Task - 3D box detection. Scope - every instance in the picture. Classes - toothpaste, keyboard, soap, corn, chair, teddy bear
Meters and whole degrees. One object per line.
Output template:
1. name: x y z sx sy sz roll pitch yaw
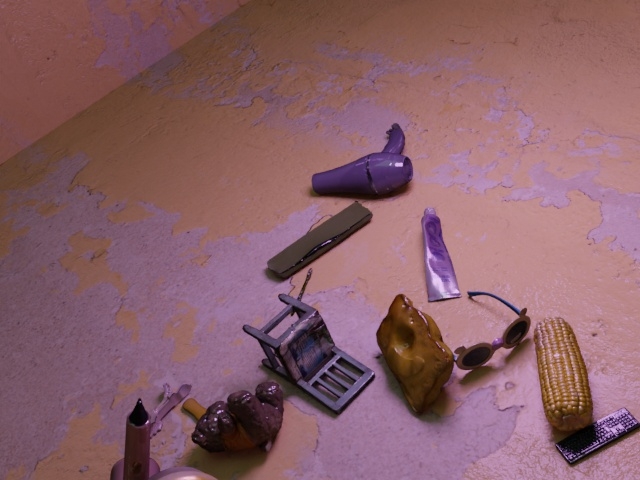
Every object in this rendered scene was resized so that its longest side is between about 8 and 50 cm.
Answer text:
1. toothpaste: 0.288 0.029 1.911 0.075 0.048 0.301 7 46 -8
2. keyboard: 0.515 0.362 1.431 0.155 0.010 0.053 -27 37 -6
3. soap: -0.287 0.390 1.774 0.034 0.012 0.089 -41 42 -23
4. corn: 0.474 0.259 1.508 0.093 0.093 0.244 -9 39 16
5. chair: -0.029 0.245 1.722 0.136 0.147 0.270 -40 40 -24
6. teddy bear: -0.179 0.391 1.642 0.190 0.140 0.177 -18 -5 19

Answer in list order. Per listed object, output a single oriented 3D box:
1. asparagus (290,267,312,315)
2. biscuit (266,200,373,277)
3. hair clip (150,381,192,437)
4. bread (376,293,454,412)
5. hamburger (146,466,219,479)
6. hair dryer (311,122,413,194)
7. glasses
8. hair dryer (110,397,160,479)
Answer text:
1. asparagus: -0.047 0.130 1.975 0.016 0.013 0.166 8 46 18
2. biscuit: 0.000 0.000 2.090 0.322 0.038 0.099 -35 36 -16
3. hair clip: -0.385 0.416 1.773 0.072 0.034 0.226 4 46 34
4. bread: 0.204 0.231 1.633 0.088 0.160 0.233 9 35 -38
5. hamburger: -0.288 0.553 1.408 0.295 0.227 0.151 -37 25 -15
6. hair dryer: 0.164 -0.249 2.289 0.301 0.121 0.361 -6 30 32
7. glasses: 0.341 0.195 1.695 0.190 0.088 0.220 -29 18 -9
8. hair dryer: -0.360 0.443 1.491 0.107 0.344 0.189 1 34 -12
